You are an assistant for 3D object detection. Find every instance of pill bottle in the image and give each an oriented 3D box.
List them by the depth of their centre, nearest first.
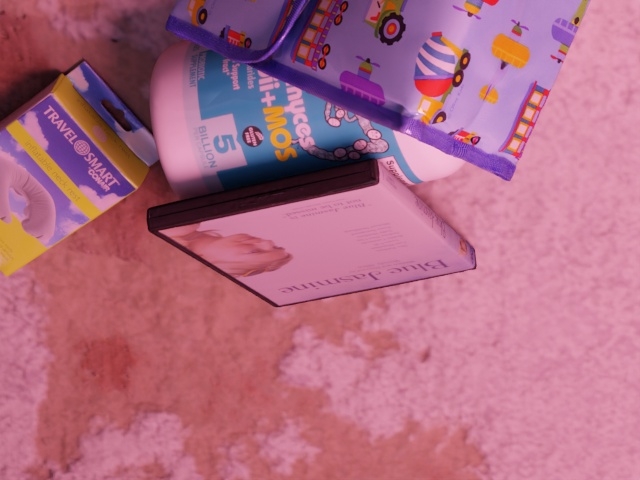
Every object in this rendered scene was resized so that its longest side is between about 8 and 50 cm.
[{"bbox_3d":[0.017,-0.105,1.417,0.264,0.146,0.146,-12,117,18],"label":"pill bottle"}]

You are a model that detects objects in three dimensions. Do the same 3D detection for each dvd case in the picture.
[{"bbox_3d":[0.000,0.000,1.458,0.180,0.022,0.253,-12,161,18],"label":"dvd case"}]

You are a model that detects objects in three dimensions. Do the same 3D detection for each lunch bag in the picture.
[{"bbox_3d":[0.033,-0.202,1.297,0.293,0.138,0.221,27,95,38],"label":"lunch bag"}]

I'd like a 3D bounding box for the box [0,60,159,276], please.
[{"bbox_3d":[-0.226,-0.056,1.557,0.178,0.042,0.109,-32,110,27],"label":"box"}]
